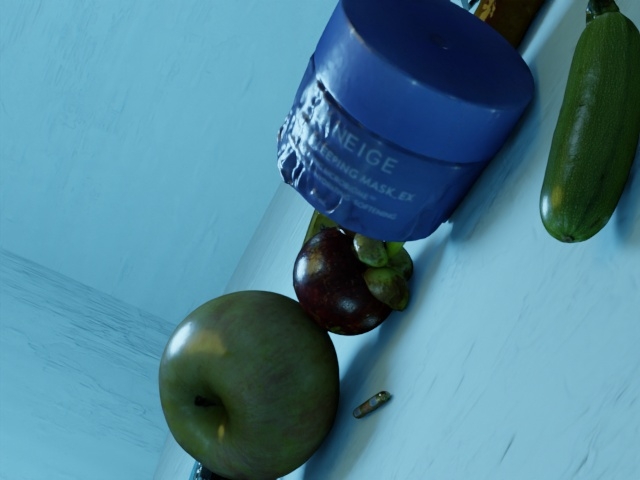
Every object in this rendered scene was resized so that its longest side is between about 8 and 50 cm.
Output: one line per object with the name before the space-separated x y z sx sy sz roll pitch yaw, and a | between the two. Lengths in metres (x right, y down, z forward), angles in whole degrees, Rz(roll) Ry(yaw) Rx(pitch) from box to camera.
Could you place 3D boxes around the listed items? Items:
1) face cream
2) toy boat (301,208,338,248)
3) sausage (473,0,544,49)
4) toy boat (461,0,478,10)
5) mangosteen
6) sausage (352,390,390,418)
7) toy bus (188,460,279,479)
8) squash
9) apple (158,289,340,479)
face cream | 0.094 -0.149 1.102 0.249 0.249 0.225 -76 10 -52
toy boat | 0.000 0.000 1.860 0.088 0.068 0.226 122 167 -66
sausage | 0.277 -0.355 1.150 0.103 0.076 0.302 -88 22 -51
toy boat | 0.262 -0.438 1.472 0.093 0.103 0.246 -52 18 -17
mangosteen | 0.056 0.041 1.212 0.181 0.156 0.146 -35 -15 6
sausage | 0.060 0.195 1.097 0.100 0.015 0.015 -50 17 58
toy bus | -0.134 0.409 1.278 0.271 0.133 0.165 -125 56 -78
squash | 0.229 -0.103 0.754 0.066 0.066 0.252 -49 19 62
apple | -0.085 0.191 1.255 0.234 0.257 0.257 -20 -35 -55
